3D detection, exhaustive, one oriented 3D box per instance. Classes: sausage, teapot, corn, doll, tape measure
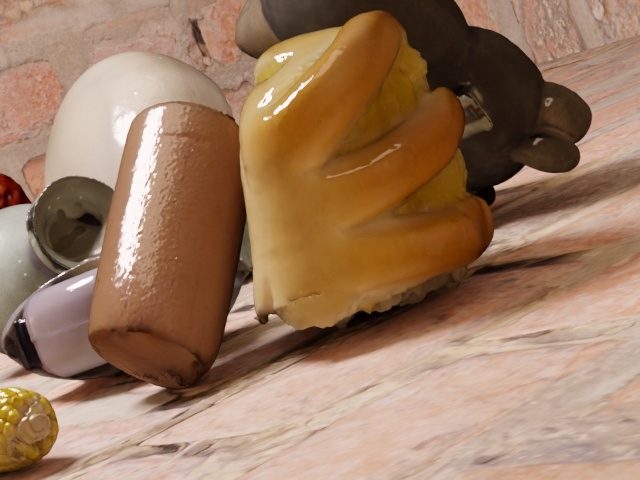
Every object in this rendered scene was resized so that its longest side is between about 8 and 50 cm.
[{"bbox_3d":[-0.132,0.010,1.604,0.123,0.123,0.253,-16,47,29],"label":"sausage"},{"bbox_3d":[-0.291,0.023,1.974,0.183,0.183,0.251,-23,-8,-28],"label":"teapot"},{"bbox_3d":[-0.279,0.158,1.477,0.067,0.067,0.206,-25,6,-42],"label":"corn"},{"bbox_3d":[0.068,-0.168,1.963,0.382,0.379,0.252,-17,22,49],"label":"doll"},{"bbox_3d":[-0.191,0.066,1.747,0.236,0.120,0.197,-21,-1,33],"label":"tape measure"}]

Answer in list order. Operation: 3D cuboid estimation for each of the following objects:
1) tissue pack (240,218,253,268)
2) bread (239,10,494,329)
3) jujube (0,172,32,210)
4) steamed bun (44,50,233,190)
[{"bbox_3d":[-0.181,0.025,2.237,0.263,0.089,0.177,-19,5,27],"label":"tissue pack"},{"bbox_3d":[0.041,-0.060,1.584,0.211,0.270,0.316,-5,0,1],"label":"bread"},{"bbox_3d":[-0.455,0.028,2.353,0.213,0.232,0.213,-17,6,2],"label":"jujube"},{"bbox_3d":[-0.264,-0.108,2.544,0.206,0.324,0.324,8,-9,-30],"label":"steamed bun"}]
